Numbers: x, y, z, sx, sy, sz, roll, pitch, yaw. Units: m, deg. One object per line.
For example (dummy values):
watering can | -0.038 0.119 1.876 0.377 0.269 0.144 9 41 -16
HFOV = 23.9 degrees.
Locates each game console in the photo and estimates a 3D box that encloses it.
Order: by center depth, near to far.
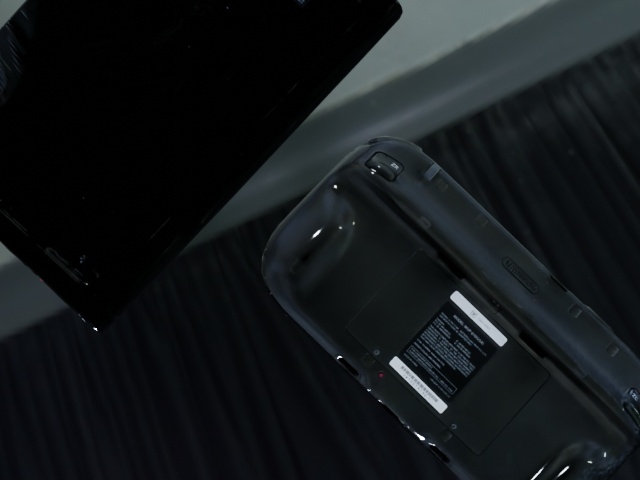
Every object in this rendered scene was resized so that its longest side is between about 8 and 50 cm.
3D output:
game console | 0.000 0.000 0.724 0.213 0.361 0.044 -46 180 -3
